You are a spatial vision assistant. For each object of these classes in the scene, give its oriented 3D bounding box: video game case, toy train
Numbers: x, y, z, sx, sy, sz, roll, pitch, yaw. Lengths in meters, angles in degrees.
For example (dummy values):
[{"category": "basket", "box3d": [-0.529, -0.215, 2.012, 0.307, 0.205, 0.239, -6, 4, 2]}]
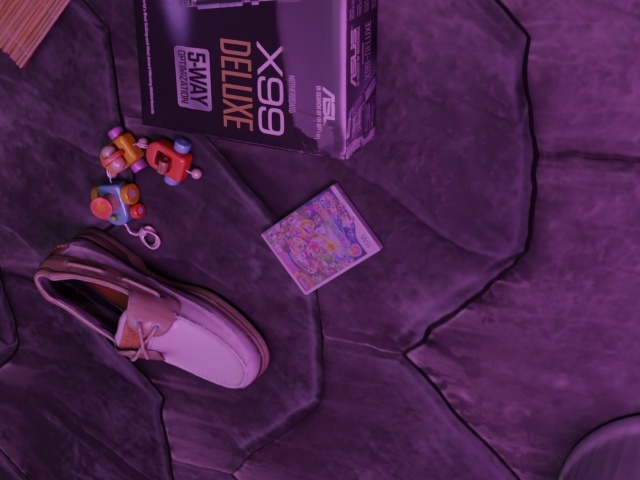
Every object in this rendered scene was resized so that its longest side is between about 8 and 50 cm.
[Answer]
[{"category": "video game case", "box3d": [0.000, 0.000, 1.134, 0.122, 0.011, 0.087, -33, 95, 37]}, {"category": "toy train", "box3d": [-0.215, -0.063, 1.203, 0.125, 0.046, 0.166, 35, 126, 10]}]

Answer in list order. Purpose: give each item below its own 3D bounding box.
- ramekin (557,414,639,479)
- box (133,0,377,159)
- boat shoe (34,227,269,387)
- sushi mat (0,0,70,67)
[{"category": "ramekin", "box3d": [0.353, 0.323, 1.019, 0.277, 0.135, 0.277, 13, 119, 24]}, {"category": "box", "box3d": [-0.067, -0.248, 1.006, 0.243, 0.076, 0.307, 13, 119, 24]}, {"category": "boat shoe", "box3d": [-0.209, 0.099, 1.245, 0.302, 0.103, 0.113, 28, 125, 15]}, {"category": "sushi mat", "box3d": [-0.307, -0.341, 1.132, 0.151, 0.019, 0.316, 50, 127, 0]}]
